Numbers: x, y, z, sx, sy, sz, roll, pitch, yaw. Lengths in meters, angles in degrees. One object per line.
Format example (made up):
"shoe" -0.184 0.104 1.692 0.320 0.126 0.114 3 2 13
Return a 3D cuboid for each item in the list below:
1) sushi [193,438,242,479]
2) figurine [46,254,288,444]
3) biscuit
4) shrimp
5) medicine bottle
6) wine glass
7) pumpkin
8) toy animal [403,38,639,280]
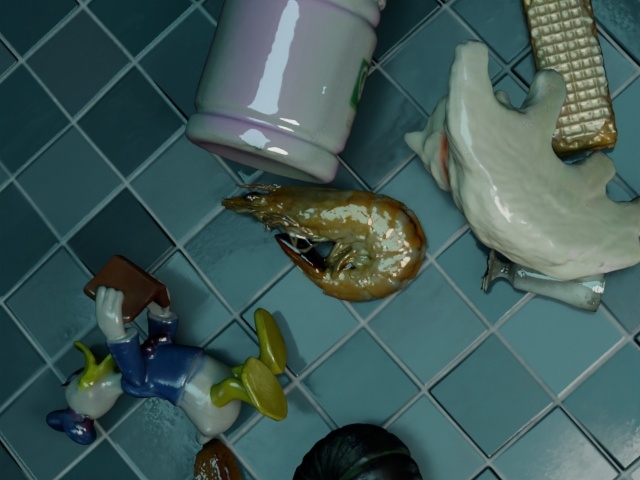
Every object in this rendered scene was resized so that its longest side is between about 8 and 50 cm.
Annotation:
"sushi" -0.140 0.329 1.600 0.055 0.052 0.120 -24 82 25
"figurine" -0.241 0.168 1.572 0.338 0.204 0.283 -29 101 17
"biscuit" 0.317 -0.301 1.583 0.094 0.054 0.378 -12 82 10
"shrimp" 0.000 0.000 1.612 0.287 0.063 0.152 9 97 10
"medicine bottle" -0.036 -0.256 1.567 0.212 0.212 0.325 15 87 12
"wine glass" 0.290 0.046 1.543 0.155 0.072 0.072 10 86 11
"pumpkin" 0.045 0.331 1.516 0.194 0.150 0.194 -4 72 12
"toy animal" 0.259 -0.073 1.518 0.308 0.188 0.266 11 66 -28
